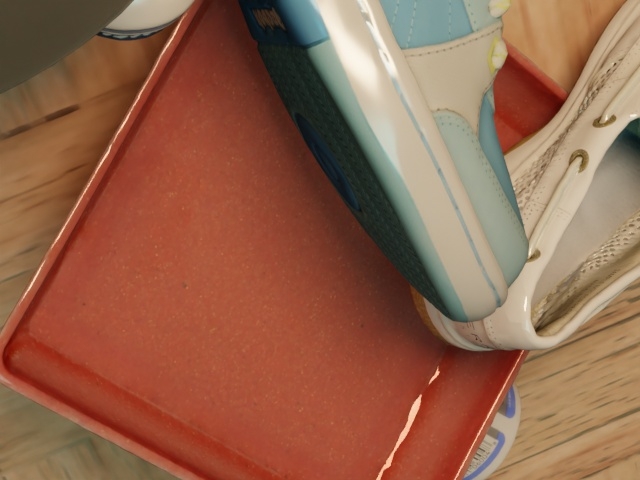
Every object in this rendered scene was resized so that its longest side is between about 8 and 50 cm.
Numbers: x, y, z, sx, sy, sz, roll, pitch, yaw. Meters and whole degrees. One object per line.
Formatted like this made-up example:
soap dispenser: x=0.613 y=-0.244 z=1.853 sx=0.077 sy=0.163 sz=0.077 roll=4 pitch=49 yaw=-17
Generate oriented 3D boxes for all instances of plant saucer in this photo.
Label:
plant saucer: x=0.000 y=0.000 z=0.778 sx=0.259 sy=0.047 sz=0.258 roll=34 pitch=80 yaw=-32

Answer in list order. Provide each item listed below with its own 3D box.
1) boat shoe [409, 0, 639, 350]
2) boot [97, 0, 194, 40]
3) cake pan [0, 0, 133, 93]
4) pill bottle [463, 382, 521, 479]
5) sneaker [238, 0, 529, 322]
boat shoe: x=0.166 y=-0.044 z=0.791 sx=0.277 sy=0.096 sz=0.098 roll=-47 pitch=120 yaw=-16
boot: x=-0.086 y=-0.109 z=0.635 sx=0.069 sy=0.190 sz=0.086 roll=-2 pitch=129 yaw=-14
cake pan: x=-0.146 y=-0.134 z=0.397 sx=0.293 sy=0.054 sz=0.293 roll=-6 pitch=136 yaw=-6
pill bottle: x=0.039 y=0.078 z=0.895 sx=0.137 sy=0.078 sz=0.078 roll=33 pitch=109 yaw=-36
sneaker: x=0.066 y=-0.136 z=0.670 sx=0.208 sy=0.127 sz=0.319 roll=-29 pitch=112 yaw=-10
